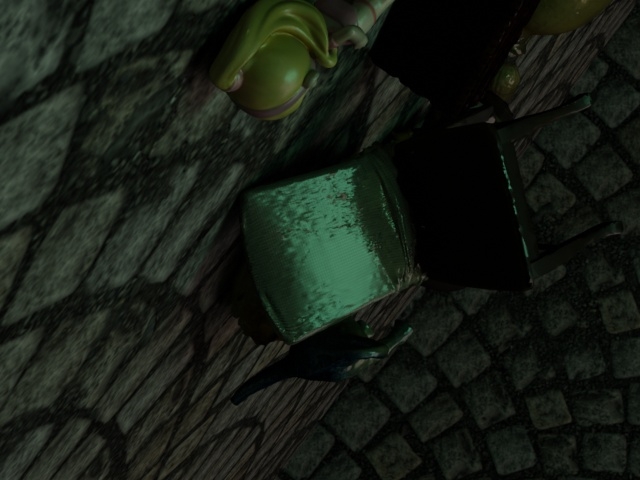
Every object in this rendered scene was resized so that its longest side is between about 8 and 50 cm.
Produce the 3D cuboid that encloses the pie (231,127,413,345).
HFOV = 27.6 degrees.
[{"bbox_3d":[0.001,0.001,1.384,0.308,0.085,0.308,-47,173,-8],"label":"pie"}]

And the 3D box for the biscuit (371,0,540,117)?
[{"bbox_3d":[0.162,-0.271,1.130,0.073,0.107,0.388,-43,166,-44],"label":"biscuit"}]

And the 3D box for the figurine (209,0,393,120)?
[{"bbox_3d":[-0.006,-0.152,0.901,0.187,0.083,0.083,-42,167,-23],"label":"figurine"}]

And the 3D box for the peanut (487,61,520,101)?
[{"bbox_3d":[0.270,-0.235,1.930,0.054,0.054,0.113,-52,173,-3],"label":"peanut"}]

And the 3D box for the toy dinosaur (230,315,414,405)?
[{"bbox_3d":[0.014,0.109,1.332,0.147,0.076,0.363,-39,-174,-24],"label":"toy dinosaur"}]

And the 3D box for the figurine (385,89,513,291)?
[{"bbox_3d":[0.158,-0.098,1.666,0.218,0.206,0.365,-34,-154,28],"label":"figurine"}]

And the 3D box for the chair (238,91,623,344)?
[{"bbox_3d":[0.107,-0.026,1.202,0.319,0.160,0.186,-23,-164,-36],"label":"chair"}]

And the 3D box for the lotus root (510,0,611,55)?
[{"bbox_3d":[0.289,-0.331,1.438,0.303,0.131,0.146,-58,168,28],"label":"lotus root"}]
